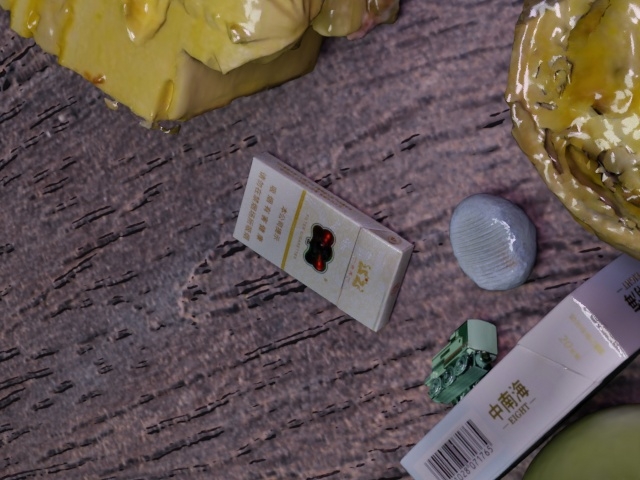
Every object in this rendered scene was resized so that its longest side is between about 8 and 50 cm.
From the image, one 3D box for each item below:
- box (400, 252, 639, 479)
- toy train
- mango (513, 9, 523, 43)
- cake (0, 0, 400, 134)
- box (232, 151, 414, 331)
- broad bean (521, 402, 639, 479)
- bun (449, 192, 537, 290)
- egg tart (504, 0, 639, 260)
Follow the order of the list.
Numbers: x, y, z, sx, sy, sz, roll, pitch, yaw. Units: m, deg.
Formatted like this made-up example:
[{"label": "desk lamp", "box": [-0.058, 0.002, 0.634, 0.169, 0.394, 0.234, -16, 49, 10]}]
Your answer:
[{"label": "box", "box": [0.182, 0.103, 1.397, 0.067, 0.155, 0.243, 47, 130, 9]}, {"label": "toy train", "box": [0.118, 0.106, 1.518, 0.033, 0.053, 0.083, 16, 145, -20]}, {"label": "mango", "box": [0.210, -0.099, 1.328, 0.194, 0.092, 0.130, 56, 135, 15]}, {"label": "cake", "box": [-0.090, -0.226, 1.406, 0.286, 0.227, 0.222, 35, 127, 21]}, {"label": "box", "box": [0.000, 0.000, 1.578, 0.167, 0.024, 0.090, 33, 127, 23]}, {"label": "broad bean", "box": [0.262, 0.263, 1.431, 0.238, 0.119, 0.291, 15, 118, 33]}, {"label": "bun", "box": [0.142, 0.000, 1.452, 0.083, 0.045, 0.083, 16, 117, 34]}, {"label": "egg tart", "box": [0.264, -0.111, 1.205, 0.291, 0.107, 0.290, 1, 98, 8]}]
